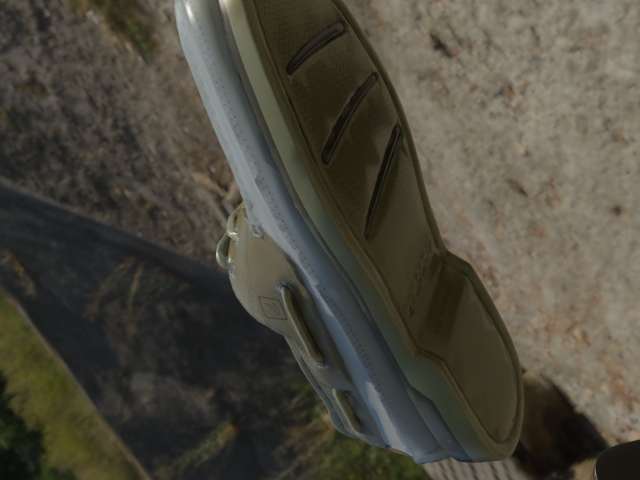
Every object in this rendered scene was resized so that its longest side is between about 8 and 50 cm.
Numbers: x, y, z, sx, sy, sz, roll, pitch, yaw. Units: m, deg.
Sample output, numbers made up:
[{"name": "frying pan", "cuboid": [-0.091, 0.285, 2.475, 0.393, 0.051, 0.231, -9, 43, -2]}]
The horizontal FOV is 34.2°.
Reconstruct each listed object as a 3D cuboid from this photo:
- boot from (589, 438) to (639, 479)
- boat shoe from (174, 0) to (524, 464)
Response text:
[{"name": "boot", "cuboid": [0.528, 0.326, 1.476, 0.115, 0.305, 0.112, 86, 176, -58]}, {"name": "boat shoe", "cuboid": [0.000, 0.000, 0.522, 0.103, 0.113, 0.302, -12, 118, 32]}]
